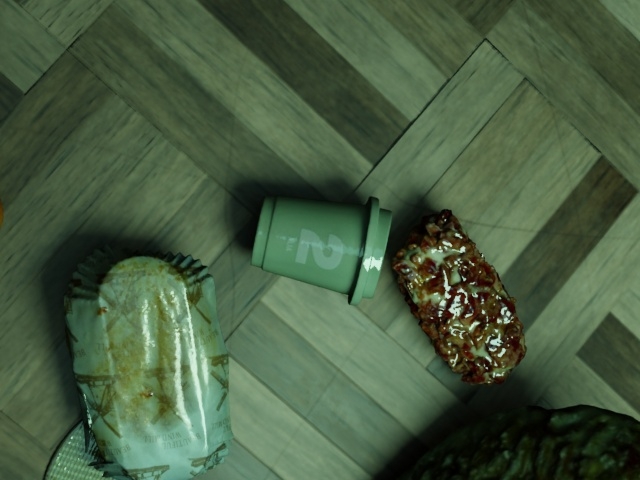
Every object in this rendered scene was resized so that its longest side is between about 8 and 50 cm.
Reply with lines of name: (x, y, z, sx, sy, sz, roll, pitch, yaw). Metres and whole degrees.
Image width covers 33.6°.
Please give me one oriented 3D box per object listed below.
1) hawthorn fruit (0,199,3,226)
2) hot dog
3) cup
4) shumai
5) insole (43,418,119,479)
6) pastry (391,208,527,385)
hawthorn fruit: (-0.402, -0.022, 1.015, 0.189, 0.189, 0.189, 0, 91, -13)
hot dog: (-0.177, 0.133, 1.114, 0.162, 0.082, 0.270, -8, 100, -7)
cup: (0.000, 0.000, 1.140, 0.141, 0.120, 0.120, 14, 88, -1)
shumai: (0.246, 0.395, 1.104, 0.395, 0.395, 0.348, -42, 121, -9)
insole: (-0.272, 0.305, 1.132, 0.086, 0.005, 0.253, 24, 86, -12)
pastry: (0.159, 0.069, 1.184, 0.115, 0.097, 0.208, -30, 99, -1)
